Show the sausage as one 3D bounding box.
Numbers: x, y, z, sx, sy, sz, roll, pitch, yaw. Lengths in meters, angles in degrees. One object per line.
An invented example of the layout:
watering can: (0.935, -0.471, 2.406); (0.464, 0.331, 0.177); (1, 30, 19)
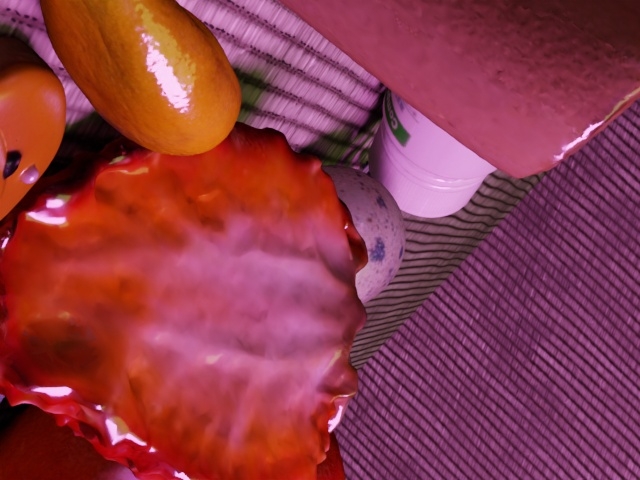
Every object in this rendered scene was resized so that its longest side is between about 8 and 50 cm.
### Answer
sausage: (0.050, -0.133, 0.617); (0.123, 0.253, 0.123); (-48, 172, -9)

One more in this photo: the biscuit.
biscuit: (-0.187, -0.031, 0.639); (0.170, 0.050, 0.170); (-44, 169, -11)

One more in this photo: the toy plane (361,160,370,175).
toy plane: (0.035, -0.042, 1.432); (0.078, 0.053, 0.197); (-51, 172, -13)

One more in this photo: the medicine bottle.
medicine bottle: (0.129, -0.127, 1.230); (0.139, 0.139, 0.237); (-40, 167, -28)

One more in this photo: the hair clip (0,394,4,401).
hair clip: (-0.231, 0.112, 1.016); (0.229, 0.070, 0.039); (-42, -175, 24)

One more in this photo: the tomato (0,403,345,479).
tomato: (-0.147, 0.233, 1.139); (0.289, 0.293, 0.325); (-64, 178, 27)

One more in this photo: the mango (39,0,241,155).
mango: (-0.090, -0.096, 0.631); (0.066, 0.101, 0.187); (-44, 156, -9)

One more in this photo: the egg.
egg: (0.000, 0.000, 1.227); (0.141, 0.141, 0.182); (-51, 159, 28)

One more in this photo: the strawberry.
strawberry: (-0.112, 0.046, 0.878); (0.149, 0.265, 0.336); (-6, 169, 38)
